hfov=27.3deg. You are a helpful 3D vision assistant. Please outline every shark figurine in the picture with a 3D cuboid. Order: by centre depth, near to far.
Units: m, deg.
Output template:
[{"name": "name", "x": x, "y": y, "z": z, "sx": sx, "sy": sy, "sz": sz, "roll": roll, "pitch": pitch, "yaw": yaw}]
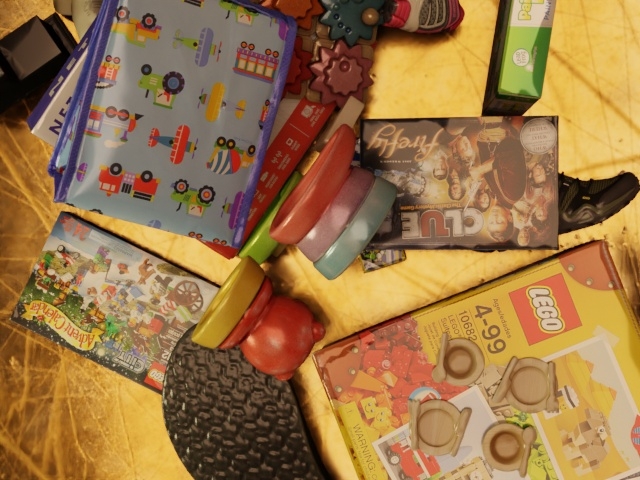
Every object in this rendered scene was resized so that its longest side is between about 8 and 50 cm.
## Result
[{"name": "shark figurine", "x": -0.261, "y": -0.369, "z": 1.697, "sx": 0.116, "sy": 0.166, "sz": 0.278, "roll": 3, "pitch": 103, "yaw": -33}]

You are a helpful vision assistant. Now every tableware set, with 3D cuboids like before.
[{"name": "tableware set", "x": 0.185, "y": 0.189, "z": 1.502, "sx": 0.168, "sy": 0.020, "sz": 0.141, "roll": 15, "pitch": 90, "yaw": 5}]

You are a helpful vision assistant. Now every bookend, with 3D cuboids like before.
[{"name": "bookend", "x": -0.401, "y": -0.231, "z": 1.678, "sx": 0.156, "sy": 0.157, "sz": 0.072, "roll": -34, "pitch": 87, "yaw": 4}]

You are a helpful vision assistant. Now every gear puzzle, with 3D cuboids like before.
[{"name": "gear puzzle", "x": -0.084, "y": -0.258, "z": 1.570, "sx": 0.339, "sy": 0.044, "sz": 0.175, "roll": 6, "pitch": 102, "yaw": -19}]

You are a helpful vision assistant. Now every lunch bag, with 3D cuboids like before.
[{"name": "lunch bag", "x": -0.162, "y": -0.167, "z": 1.505, "sx": 0.221, "sy": 0.138, "sz": 0.293, "roll": 15, "pitch": 105, "yaw": -20}]

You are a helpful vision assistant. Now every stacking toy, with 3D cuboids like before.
[{"name": "stacking toy", "x": 0.000, "y": 0.000, "z": 1.575, "sx": 0.130, "sy": 0.279, "sz": 0.309, "roll": 35, "pitch": 123, "yaw": -7}]

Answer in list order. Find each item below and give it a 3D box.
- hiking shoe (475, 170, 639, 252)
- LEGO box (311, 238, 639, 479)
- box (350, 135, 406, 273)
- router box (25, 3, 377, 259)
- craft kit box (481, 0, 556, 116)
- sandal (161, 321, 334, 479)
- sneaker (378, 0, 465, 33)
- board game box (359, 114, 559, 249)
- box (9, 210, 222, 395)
[{"name": "hiking shoe", "x": 0.286, "y": -0.062, "z": 1.659, "sx": 0.227, "sy": 0.086, "sz": 0.114, "roll": -18, "pitch": 91, "yaw": 5}, {"name": "LEGO box", "x": 0.254, "y": 0.297, "z": 1.602, "sx": 0.372, "sy": 0.193, "sz": 0.500, "roll": -22, "pitch": 88, "yaw": 4}, {"name": "box", "x": 0.058, "y": -0.046, "z": 1.692, "sx": 0.059, "sy": 0.054, "sz": 0.169, "roll": -18, "pitch": 88, "yaw": 4}, {"name": "router box", "x": -0.146, "y": -0.194, "z": 1.636, "sx": 0.301, "sy": 0.082, "sz": 0.335, "roll": 33, "pitch": 92, "yaw": -22}, {"name": "craft kit box", "x": 0.245, "y": -0.281, "z": 1.586, "sx": 0.061, "sy": 0.246, "sz": 0.250, "roll": 9, "pitch": 90, "yaw": 5}, {"name": "sandal", "x": -0.061, "y": 0.298, "z": 1.683, "sx": 0.167, "sy": 0.107, "sz": 0.446, "roll": -30, "pitch": 100, "yaw": 2}, {"name": "sneaker", "x": 0.135, "y": -0.409, "z": 1.674, "sx": 0.112, "sy": 0.121, "sz": 0.299, "roll": 9, "pitch": 89, "yaw": -25}, {"name": "board game box", "x": 0.171, "y": -0.069, "z": 1.623, "sx": 0.243, "sy": 0.042, "sz": 0.165, "roll": -1, "pitch": 89, "yaw": 10}, {"name": "box", "x": -0.264, "y": 0.082, "z": 1.718, "sx": 0.233, "sy": 0.044, "sz": 0.159, "roll": 25, "pitch": 91, "yaw": 4}]
